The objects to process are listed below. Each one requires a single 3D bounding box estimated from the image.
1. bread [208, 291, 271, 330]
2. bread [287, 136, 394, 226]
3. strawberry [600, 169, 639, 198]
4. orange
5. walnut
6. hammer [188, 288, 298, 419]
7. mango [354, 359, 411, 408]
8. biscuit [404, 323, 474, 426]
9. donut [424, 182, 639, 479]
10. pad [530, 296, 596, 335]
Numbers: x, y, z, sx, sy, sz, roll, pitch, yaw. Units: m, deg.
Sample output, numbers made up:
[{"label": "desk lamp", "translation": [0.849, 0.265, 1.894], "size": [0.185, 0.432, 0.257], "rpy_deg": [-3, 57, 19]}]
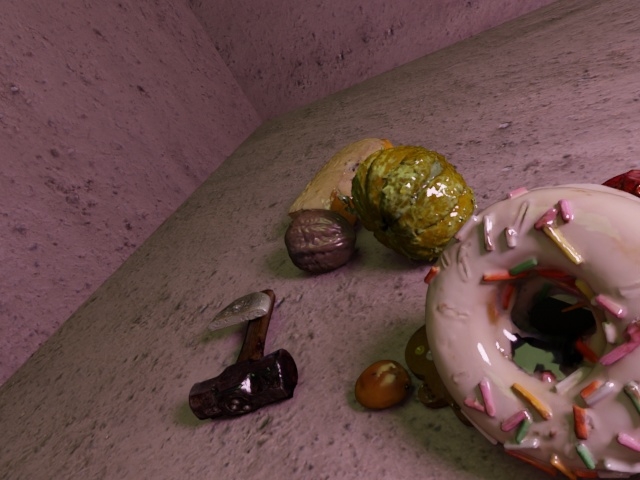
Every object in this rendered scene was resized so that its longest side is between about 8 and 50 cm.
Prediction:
[{"label": "bread", "translation": [-0.205, 0.175, 1.197], "size": [0.193, 0.036, 0.112], "rpy_deg": [-20, 22, 26]}, {"label": "bread", "translation": [0.080, -0.173, 1.452], "size": [0.236, 0.165, 0.375], "rpy_deg": [-4, 39, 50]}, {"label": "strawberry", "translation": [0.508, 0.018, 0.657], "size": [0.274, 0.220, 0.274], "rpy_deg": [6, 44, -6]}, {"label": "orange", "translation": [0.214, -0.097, 1.033], "size": [0.223, 0.300, 0.301], "rpy_deg": [-50, 13, -14]}, {"label": "walnut", "translation": [0.001, 0.000, 1.248], "size": [0.230, 0.178, 0.178], "rpy_deg": [-5, 38, 40]}, {"label": "hammer", "translation": [-0.159, 0.253, 1.122], "size": [0.242, 0.095, 0.409], "rpy_deg": [-25, 23, 15]}, {"label": "mango", "translation": [0.111, 0.265, 0.820], "size": [0.114, 0.060, 0.080], "rpy_deg": [-23, 45, 26]}, {"label": "biscuit", "translation": [0.238, 0.217, 0.794], "size": [0.180, 0.039, 0.236], "rpy_deg": [-37, 26, -5]}, {"label": "donut", "translation": [0.294, 0.110, 0.578], "size": [0.142, 0.382, 0.383], "rpy_deg": [4, -6, -42]}, {"label": "pad", "translation": [0.353, 0.141, 0.789], "size": [0.170, 0.006, 0.245], "rpy_deg": [-31, 25, -20]}]
